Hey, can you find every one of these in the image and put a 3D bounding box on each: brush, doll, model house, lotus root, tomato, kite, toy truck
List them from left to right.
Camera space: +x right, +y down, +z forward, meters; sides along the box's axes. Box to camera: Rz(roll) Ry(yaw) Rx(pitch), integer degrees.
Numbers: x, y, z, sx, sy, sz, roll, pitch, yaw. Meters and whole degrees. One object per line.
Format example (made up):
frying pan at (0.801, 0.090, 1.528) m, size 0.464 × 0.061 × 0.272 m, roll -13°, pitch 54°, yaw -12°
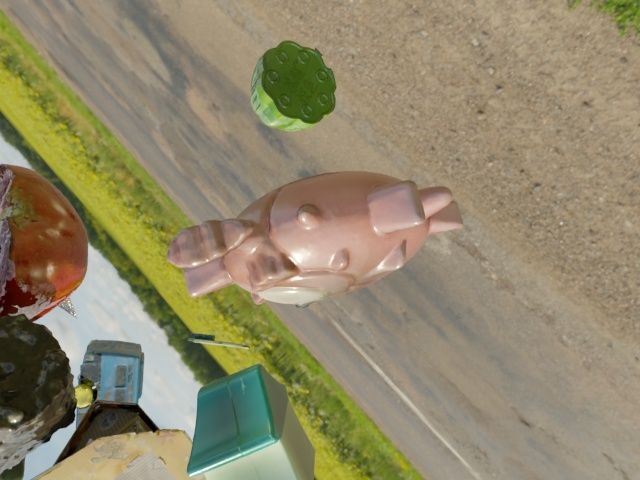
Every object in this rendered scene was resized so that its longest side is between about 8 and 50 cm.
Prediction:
tomato at (-0.406, 0.017, 0.789) m, size 0.139 × 0.200 × 0.233 m, roll 13°, pitch -129°, yaw -43°
kite at (-0.788, 0.168, 1.664) m, size 0.232 × 0.009 × 0.189 m, roll -4°, pitch 129°, yaw 42°
toy truck at (-0.530, 0.446, 1.387) m, size 0.161 × 0.162 × 0.385 m, roll -167°, pitch 82°, yaw -73°
model house at (-0.271, 0.291, 0.726) m, size 0.136 × 0.207 × 0.219 m, roll 33°, pitch 154°, yaw 51°
brush at (-0.127, 0.126, 0.705) m, size 0.084 × 0.013 × 0.016 m, roll 4°, pitch 162°, yaw 22°
model house at (-0.078, 0.215, 0.607) m, size 0.127 × 0.100 × 0.149 m, roll -85°, pitch -27°, yaw -82°
lotus root at (-0.081, -0.303, 1.191) m, size 0.186 × 0.186 × 0.186 m, roll 45°, pitch 164°, yaw 17°
doll at (0.000, 0.000, 0.445) m, size 0.262 × 0.211 × 0.093 m, roll 0°, pitch -110°, yaw -56°

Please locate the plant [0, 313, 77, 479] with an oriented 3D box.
plant at (-0.376, 0.210, 0.655) m, size 0.149 × 0.146 × 0.274 m, roll 53°, pitch 130°, yaw 22°
